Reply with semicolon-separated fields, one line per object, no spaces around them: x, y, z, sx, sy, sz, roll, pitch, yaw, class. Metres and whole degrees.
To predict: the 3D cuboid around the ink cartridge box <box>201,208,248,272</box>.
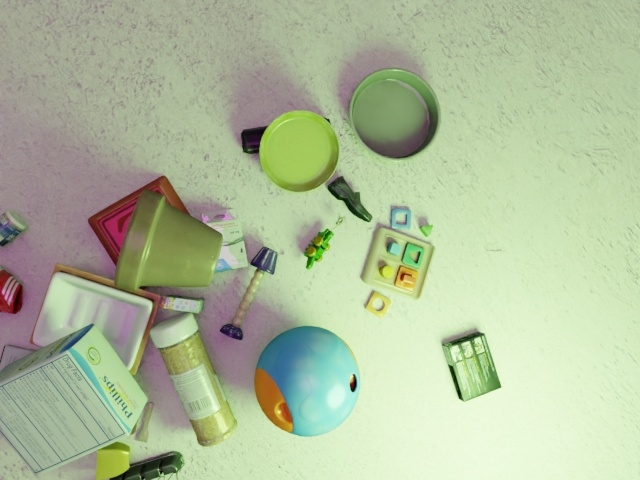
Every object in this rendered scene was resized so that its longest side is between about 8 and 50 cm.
-0.280;-0.002;1.444;0.104;0.060;0.180;-10;88;-17;ink cartridge box

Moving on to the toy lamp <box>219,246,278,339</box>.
-0.201;0.150;1.445;0.080;0.080;0.275;24;86;-5;toy lamp

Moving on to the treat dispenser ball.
-0.035;0.377;1.345;0.287;0.288;0.289;0;86;-8;treat dispenser ball

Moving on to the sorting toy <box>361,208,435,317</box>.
0.243;0.073;1.522;0.195;0.047;0.348;18;85;-6;sorting toy

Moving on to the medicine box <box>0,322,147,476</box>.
-0.643;0.399;1.251;0.289;0.149;0.264;-26;106;7;medicine box

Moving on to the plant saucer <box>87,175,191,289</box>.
-0.497;-0.020;1.431;0.258;0.048;0.259;-32;92;-8;plant saucer

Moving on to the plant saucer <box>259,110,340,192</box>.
-0.063;-0.264;1.477;0.240;0.037;0.241;-4;108;-12;plant saucer

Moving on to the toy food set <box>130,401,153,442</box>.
-0.574;0.498;1.391;0.191;0.038;0.133;11;85;-7;toy food set

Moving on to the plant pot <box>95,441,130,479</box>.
-0.569;0.601;1.368;0.083;0.081;0.082;2;86;-19;plant pot

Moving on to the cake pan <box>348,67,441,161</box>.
0.227;-0.385;1.546;0.292;0.054;0.294;1;86;-8;cake pan

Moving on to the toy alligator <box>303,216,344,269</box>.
0.000;0.000;1.495;0.051;0.056;0.190;28;81;36;toy alligator

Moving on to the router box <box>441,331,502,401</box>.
0.467;0.388;1.533;0.133;0.046;0.179;-17;89;-9;router box

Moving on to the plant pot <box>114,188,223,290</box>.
-0.385;0.022;1.303;0.229;0.263;0.263;16;84;-16;plant pot

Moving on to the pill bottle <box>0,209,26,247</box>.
-0.883;-0.022;1.369;0.120;0.067;0.067;-41;92;-8;pill bottle

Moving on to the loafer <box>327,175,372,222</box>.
0.101;-0.126;1.511;0.170;0.062;0.061;44;77;-4;loafer

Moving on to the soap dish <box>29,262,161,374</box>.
-0.603;0.210;1.355;0.290;0.118;0.229;19;91;-6;soap dish

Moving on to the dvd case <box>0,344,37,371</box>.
-0.770;0.404;1.375;0.252;0.022;0.181;13;85;-4;dvd case

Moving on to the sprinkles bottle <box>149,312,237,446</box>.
-0.344;0.379;1.361;0.121;0.121;0.356;-21;99;-8;sprinkles bottle

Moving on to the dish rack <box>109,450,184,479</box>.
-0.461;0.753;1.377;0.208;0.074;0.272;-14;90;-7;dish rack

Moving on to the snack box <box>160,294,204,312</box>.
-0.381;0.175;1.386;0.100;0.141;0.037;7;85;-7;snack box

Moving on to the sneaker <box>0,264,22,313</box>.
-0.908;0.186;1.344;0.128;0.087;0.221;39;84;-2;sneaker

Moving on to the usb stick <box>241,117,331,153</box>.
-0.102;-0.318;1.503;0.277;0.045;0.077;-11;84;-8;usb stick

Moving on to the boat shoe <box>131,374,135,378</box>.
-0.568;0.402;1.389;0.043;0.049;0.137;18;63;26;boat shoe
